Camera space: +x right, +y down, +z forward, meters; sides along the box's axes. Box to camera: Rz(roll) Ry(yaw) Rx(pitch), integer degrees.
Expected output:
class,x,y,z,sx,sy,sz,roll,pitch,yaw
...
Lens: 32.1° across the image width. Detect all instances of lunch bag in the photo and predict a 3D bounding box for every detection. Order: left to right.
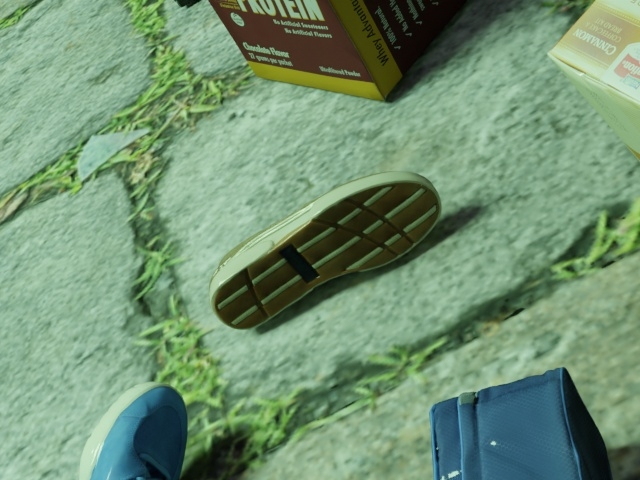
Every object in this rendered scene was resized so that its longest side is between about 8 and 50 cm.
class,x,y,z,sx,sy,sz,roll,pitch,yaw
lunch bag,0.075,0.098,0.422,0.065,0.067,0.098,-20,40,18

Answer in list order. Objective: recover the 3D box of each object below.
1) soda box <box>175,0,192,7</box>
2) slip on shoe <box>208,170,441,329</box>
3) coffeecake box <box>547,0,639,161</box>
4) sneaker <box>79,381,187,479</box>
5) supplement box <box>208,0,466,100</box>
class,x,y,z,sx,sy,sz,roll,pitch,yaw
soda box,-0.059,-0.260,0.893,0.169,0.060,0.053,-28,40,7
slip on shoe,0.000,0.000,0.597,0.135,0.051,0.041,-33,26,13
coffeecake box,0.203,-0.091,0.435,0.185,0.142,0.068,-48,37,4
sneaker,-0.076,0.135,0.498,0.085,0.058,0.152,-5,52,40
supplement box,0.013,-0.229,0.703,0.129,0.191,0.194,19,62,45
